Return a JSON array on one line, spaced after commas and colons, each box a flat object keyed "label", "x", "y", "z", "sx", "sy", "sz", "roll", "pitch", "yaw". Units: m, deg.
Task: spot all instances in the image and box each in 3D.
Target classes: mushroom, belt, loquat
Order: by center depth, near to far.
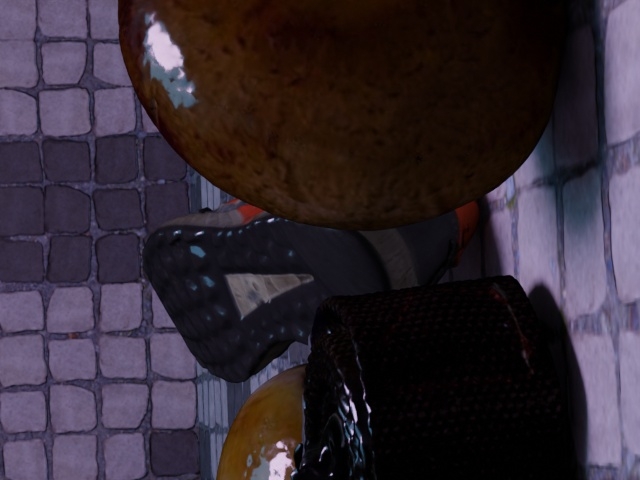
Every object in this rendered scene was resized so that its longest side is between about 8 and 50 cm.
[{"label": "mushroom", "x": 0.012, "y": -0.116, "z": 0.992, "sx": 0.267, "sy": 0.267, "sz": 0.254, "roll": -104, "pitch": 16, "yaw": -50}, {"label": "belt", "x": 0.048, "y": 0.160, "z": 1.053, "sx": 0.184, "sy": 0.164, "sz": 0.289, "roll": -116, "pitch": 23, "yaw": -55}, {"label": "loquat", "x": 0.007, "y": 0.198, "z": 1.273, "sx": 0.179, "sy": 0.179, "sz": 0.227, "roll": -109, "pitch": 20, "yaw": -59}]

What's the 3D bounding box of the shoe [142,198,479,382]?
[{"label": "shoe", "x": 0.000, "y": 0.000, "z": 1.252, "sx": 0.132, "sy": 0.171, "sz": 0.336, "roll": 59, "pitch": 151, "yaw": -8}]
